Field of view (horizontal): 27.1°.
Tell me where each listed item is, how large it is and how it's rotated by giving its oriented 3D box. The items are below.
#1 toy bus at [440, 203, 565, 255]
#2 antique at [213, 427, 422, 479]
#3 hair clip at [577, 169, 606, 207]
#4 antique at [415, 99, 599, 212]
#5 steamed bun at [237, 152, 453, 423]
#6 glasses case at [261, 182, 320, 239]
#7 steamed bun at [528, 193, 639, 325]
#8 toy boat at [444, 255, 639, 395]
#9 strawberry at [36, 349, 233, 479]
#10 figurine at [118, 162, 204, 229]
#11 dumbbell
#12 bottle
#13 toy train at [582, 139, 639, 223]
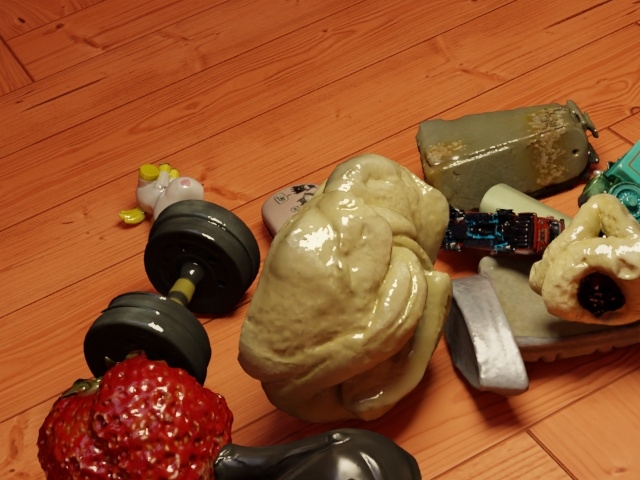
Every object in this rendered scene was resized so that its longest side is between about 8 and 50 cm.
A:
[{"bbox_3d":[0.259,-0.014,1.980,0.096,0.073,0.235,0,4,-38],"label":"toy bus"},{"bbox_3d":[-0.006,0.339,1.573,0.255,0.185,0.322,0,35,21],"label":"antique"},{"bbox_3d":[0.547,-0.107,2.064,0.300,0.069,0.173,-13,36,2],"label":"hair clip"},{"bbox_3d":[0.304,-0.134,2.138,0.284,0.125,0.150,-13,36,2],"label":"antique"},{"bbox_3d":[0.056,0.072,1.801,0.230,0.325,0.372,12,27,22],"label":"steamed bun"},{"bbox_3d":[0.000,0.000,2.109,0.122,0.075,0.314,-25,37,-8],"label":"glasses case"},{"bbox_3d":[0.357,0.041,1.759,0.155,0.141,0.172,-25,41,1],"label":"steamed bun"},{"bbox_3d":[0.294,0.107,1.858,0.293,0.111,0.276,-15,34,-22],"label":"toy boat"},{"bbox_3d":[-0.230,0.297,1.684,0.257,0.257,0.277,-6,63,12],"label":"strawberry"},{"bbox_3d":[-0.259,-0.055,2.279,0.178,0.109,0.129,31,82,44],"label":"figurine"},{"bbox_3d":[-0.215,0.093,1.972,0.185,0.185,0.388,2,39,21],"label":"dumbbell"},{"bbox_3d":[0.334,-0.019,2.021,0.072,0.072,0.201,-33,40,-23],"label":"bottle"},{"bbox_3d":[0.479,-0.038,1.902,0.203,0.112,0.163,42,68,2],"label":"toy train"}]
